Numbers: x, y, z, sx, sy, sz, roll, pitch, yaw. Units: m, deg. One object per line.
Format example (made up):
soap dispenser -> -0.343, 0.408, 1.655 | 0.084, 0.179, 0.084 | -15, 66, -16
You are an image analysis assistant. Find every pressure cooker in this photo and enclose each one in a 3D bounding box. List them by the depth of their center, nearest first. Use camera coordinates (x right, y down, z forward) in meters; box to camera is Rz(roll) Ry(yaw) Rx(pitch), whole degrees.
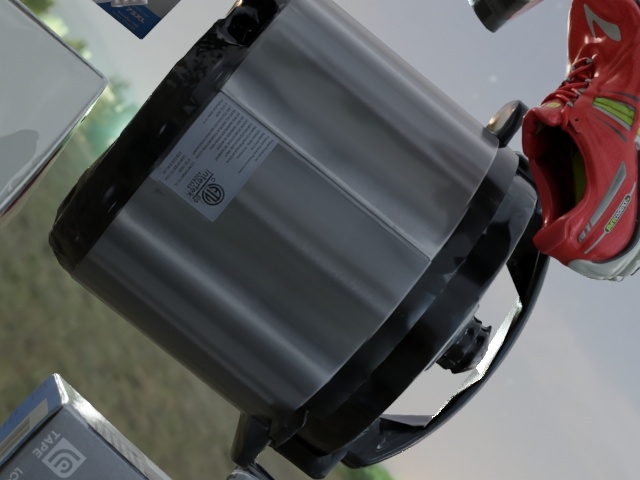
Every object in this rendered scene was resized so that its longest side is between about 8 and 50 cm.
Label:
pressure cooker -> -0.001, 0.002, 1.436 | 0.420, 0.370, 0.375 | 38, 41, -5

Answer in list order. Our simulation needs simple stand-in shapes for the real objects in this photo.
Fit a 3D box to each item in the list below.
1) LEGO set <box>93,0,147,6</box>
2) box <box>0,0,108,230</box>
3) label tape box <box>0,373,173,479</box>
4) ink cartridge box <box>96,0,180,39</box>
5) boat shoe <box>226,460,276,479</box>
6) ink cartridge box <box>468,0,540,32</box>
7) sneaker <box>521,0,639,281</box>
LEGO set -> -0.152, -0.286, 1.101 | 0.182, 0.060, 0.244 | -68, 147, -51
box -> -0.252, -0.050, 0.955 | 0.127, 0.148, 0.232 | 40, -28, -7
label tape box -> -0.108, 0.254, 1.119 | 0.334, 0.106, 0.240 | 44, -8, -8
ink cartridge box -> -0.104, -0.285, 1.297 | 0.078, 0.134, 0.231 | 39, -35, -15
boat shoe -> -0.040, 0.283, 1.576 | 0.142, 0.049, 0.040 | 47, 41, -15
ink cartridge box -> 0.186, -0.204, 0.979 | 0.045, 0.179, 0.145 | 61, -2, -1
sneaker -> 0.226, -0.105, 1.267 | 0.107, 0.118, 0.279 | -34, -134, 55
